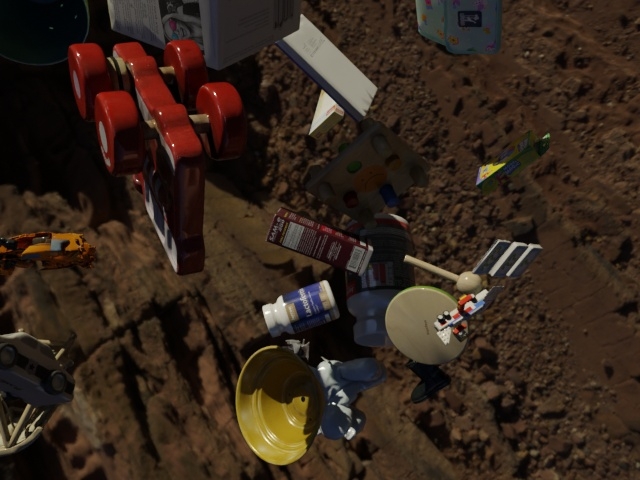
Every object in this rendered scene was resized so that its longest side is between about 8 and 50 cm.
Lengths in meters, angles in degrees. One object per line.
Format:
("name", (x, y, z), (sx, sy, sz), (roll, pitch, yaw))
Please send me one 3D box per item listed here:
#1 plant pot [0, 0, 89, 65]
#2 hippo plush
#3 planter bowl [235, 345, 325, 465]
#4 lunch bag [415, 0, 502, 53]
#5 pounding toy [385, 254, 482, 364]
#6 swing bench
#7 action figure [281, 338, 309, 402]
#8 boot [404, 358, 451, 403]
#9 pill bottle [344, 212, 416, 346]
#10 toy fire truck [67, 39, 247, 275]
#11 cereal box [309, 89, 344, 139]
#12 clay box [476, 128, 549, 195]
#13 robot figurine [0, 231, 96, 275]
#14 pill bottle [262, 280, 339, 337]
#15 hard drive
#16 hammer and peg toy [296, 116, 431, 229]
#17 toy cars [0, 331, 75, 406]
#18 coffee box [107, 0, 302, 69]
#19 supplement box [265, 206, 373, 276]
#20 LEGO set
("plant pot", (-0.719, -0.616, 1.359), (0.290, 0.290, 0.195), (114, 154, -42))
("hippo plush", (0.087, 0.493, 1.696), (0.234, 0.294, 0.236), (-12, 68, 28))
("planter bowl", (-0.058, 0.311, 1.059), (0.217, 0.090, 0.217), (-6, 81, 39))
("lunch bag", (0.373, -0.625, 1.436), (0.262, 0.160, 0.223), (49, 167, 38))
("pounding toy", (0.250, 0.145, 1.203), (0.183, 0.110, 0.236), (20, 115, 19))
("swing bench", (-0.761, 0.391, 1.431), (0.253, 0.165, 0.254), (-148, 67, -77))
("action figure", (-0.081, 0.376, 1.517), (0.285, 0.099, 0.185), (-65, -27, -83))
("boot", (0.239, 0.322, 1.301), (0.121, 0.045, 0.099), (-39, 102, 20))
("pill bottle", (0.179, 0.120, 1.640), (0.210, 0.210, 0.362), (-35, 48, 51))
("toy fire truck", (-0.234, -0.129, 0.774), (0.302, 0.169, 0.254), (53, 144, 35))
("cereal box", (0.041, -0.500, 1.978), (0.173, 0.047, 0.240), (-31, 40, 53))
("clay box", (0.560, -0.237, 1.599), (0.053, 0.127, 0.222), (42, 126, -9))
("robot figurine", (-0.755, 0.035, 1.430), (0.211, 0.291, 0.085), (117, 147, -73))
("pill bottle", (-0.074, 0.261, 2.049), (0.153, 0.265, 0.153), (160, 90, -88))
("hard drive", (0.026, -0.506, 1.604), (0.319, 0.210, 0.040), (41, 129, -15))
("hammer and peg toy", (0.092, -0.133, 1.447), (0.361, 0.266, 0.127), (-40, 49, 22))
("toy cars", (-0.530, 0.137, 0.750), (0.176, 0.394, 0.087), (-49, 30, 47))
("coffee box", (-0.260, -0.645, 1.248), (0.334, 0.337, 0.338), (25, 134, 20))
("supplement box", (0.000, 0.000, 1.301), (0.239, 0.130, 0.073), (21, 102, -1))
("LEGO set", (0.313, 0.110, 1.028), (0.060, 0.182, 0.244), (50, 119, 34))
